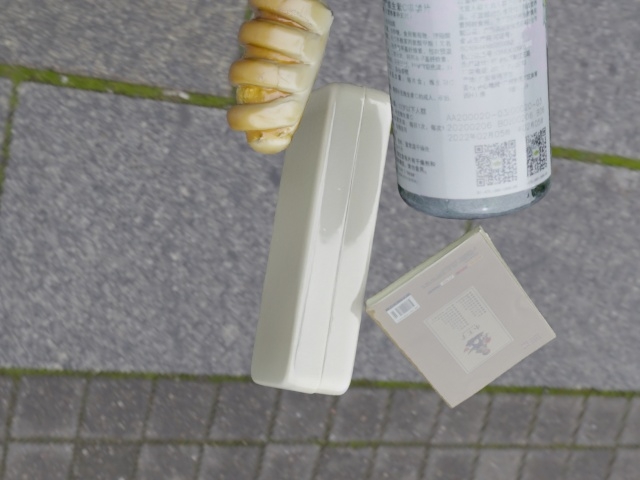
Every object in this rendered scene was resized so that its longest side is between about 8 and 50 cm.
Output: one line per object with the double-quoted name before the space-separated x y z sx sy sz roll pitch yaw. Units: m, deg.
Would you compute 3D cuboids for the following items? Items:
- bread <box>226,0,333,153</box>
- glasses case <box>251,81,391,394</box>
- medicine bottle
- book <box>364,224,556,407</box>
"bread" -0.040 -0.169 1.212 0.084 0.119 0.177 15 95 -5
"glasses case" 0.000 0.000 1.329 0.070 0.131 0.312 12 82 -19
"medicine bottle" 0.126 -0.175 1.119 0.141 0.141 0.293 -16 114 -23
"book" 0.145 0.081 1.311 0.138 0.016 0.198 -35 132 6
